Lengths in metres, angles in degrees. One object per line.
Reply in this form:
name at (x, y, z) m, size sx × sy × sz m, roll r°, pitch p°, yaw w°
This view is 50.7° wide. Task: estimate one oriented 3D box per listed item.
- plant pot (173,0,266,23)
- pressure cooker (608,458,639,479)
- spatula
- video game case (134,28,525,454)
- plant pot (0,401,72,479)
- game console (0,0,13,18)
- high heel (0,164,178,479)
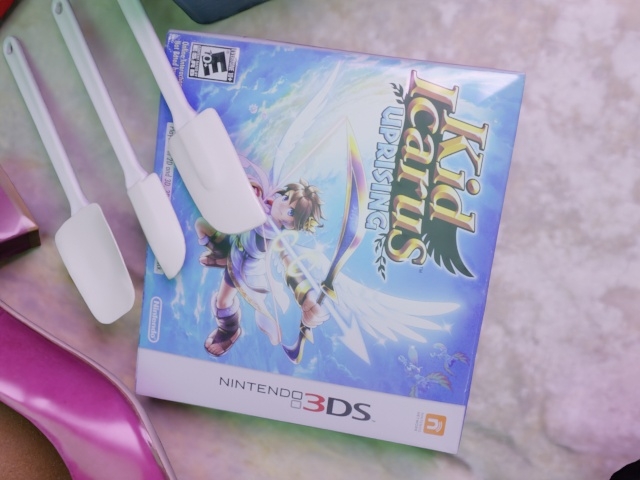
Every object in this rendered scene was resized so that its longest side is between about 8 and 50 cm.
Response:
plant pot at (-0.036, -0.289, 0.350) m, size 0.247 × 0.252 × 0.248 m, roll -18°, pitch 97°, yaw 10°
pressure cooker at (0.398, 0.206, 0.300) m, size 0.420 × 0.376 × 0.370 m, roll -29°, pitch 136°, yaw 9°
spatula at (-0.151, -0.079, 0.477) m, size 0.168 × 0.019 × 0.242 m, roll -32°, pitch 80°, yaw 28°
video game case at (0.000, 0.000, 0.490) m, size 0.244 × 0.061 × 0.270 m, roll 8°, pitch 101°, yaw 6°
plant pot at (-0.334, 0.216, 0.477) m, size 0.237 × 0.254 × 0.237 m, roll 1°, pitch 99°, yaw 8°
game console at (-0.383, -0.268, 0.510) m, size 0.342 × 0.060 × 0.386 m, roll 45°, pitch 102°, yaw 5°
high heel at (-0.234, 0.127, 0.478) m, size 0.181 × 0.127 × 0.377 m, roll -29°, pitch 79°, yaw -25°
